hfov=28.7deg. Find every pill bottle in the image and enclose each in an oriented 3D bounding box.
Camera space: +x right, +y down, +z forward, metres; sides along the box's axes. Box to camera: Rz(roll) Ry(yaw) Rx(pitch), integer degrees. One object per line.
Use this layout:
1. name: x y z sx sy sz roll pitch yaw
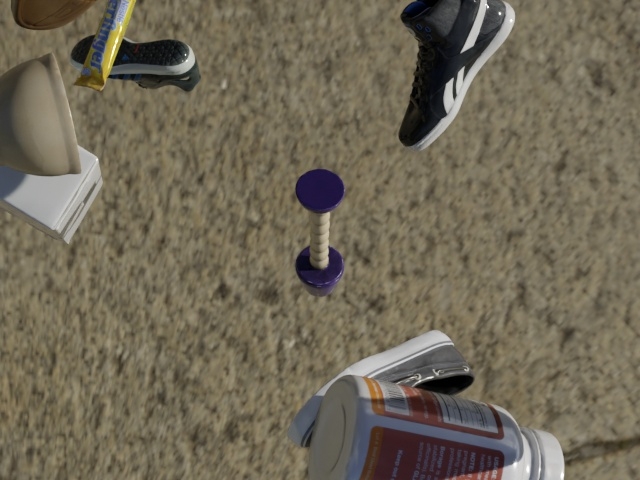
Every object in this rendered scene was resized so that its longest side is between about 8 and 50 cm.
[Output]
1. pill bottle: 0.108 0.201 1.149 0.216 0.121 0.121 14 61 -17

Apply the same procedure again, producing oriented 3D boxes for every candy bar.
1. candy bar: -0.224 -0.236 1.349 0.040 0.018 0.161 12 79 31

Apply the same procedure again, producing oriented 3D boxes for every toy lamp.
1. toy lamp: 0.000 0.000 1.862 0.080 0.274 0.080 0 60 -1

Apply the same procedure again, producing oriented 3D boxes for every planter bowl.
1. planter bowl: -0.384 -0.154 1.629 0.109 0.162 0.162 -14 68 -13

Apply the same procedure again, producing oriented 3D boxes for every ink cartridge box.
1. ink cartridge box: -0.458 -0.111 1.904 0.223 0.307 0.129 31 82 -5

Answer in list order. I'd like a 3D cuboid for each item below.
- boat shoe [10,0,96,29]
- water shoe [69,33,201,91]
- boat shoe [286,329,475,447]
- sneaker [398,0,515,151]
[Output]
1. boat shoe: -0.308 -0.415 1.542 0.123 0.342 0.123 -4 51 -36
2. water shoe: -0.275 -0.252 1.842 0.203 0.080 0.073 8 58 22
3. boat shoe: 0.069 0.162 1.249 0.228 0.080 0.076 -20 53 -43
4. sneaker: 0.129 -0.223 1.531 0.121 0.217 0.079 25 16 -28
